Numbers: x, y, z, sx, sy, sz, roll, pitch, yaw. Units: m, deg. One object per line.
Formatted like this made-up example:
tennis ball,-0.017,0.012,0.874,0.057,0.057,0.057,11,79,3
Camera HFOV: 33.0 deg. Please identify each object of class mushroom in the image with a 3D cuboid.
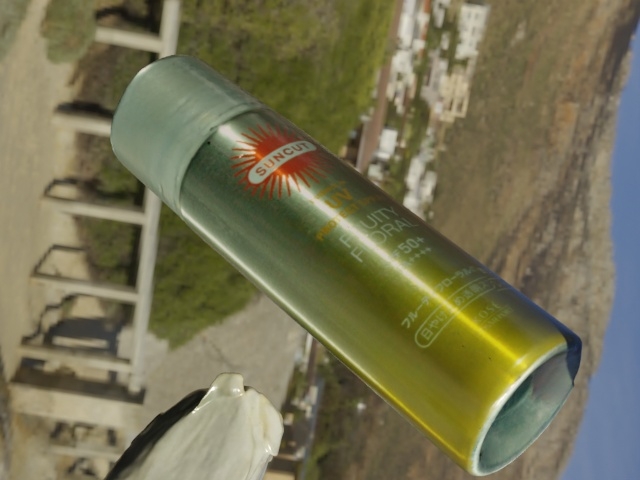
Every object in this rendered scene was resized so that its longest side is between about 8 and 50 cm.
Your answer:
mushroom,-0.157,0.240,0.753,0.351,0.097,0.109,-46,-168,-6

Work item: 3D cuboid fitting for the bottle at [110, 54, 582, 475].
bottle,0.000,0.000,0.560,0.286,0.082,0.082,39,-48,32
